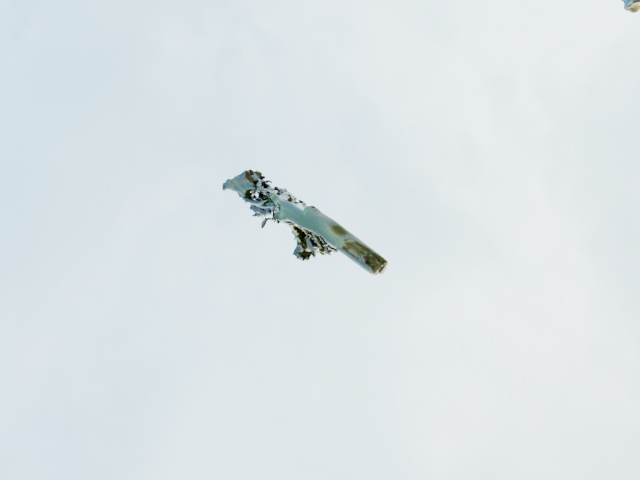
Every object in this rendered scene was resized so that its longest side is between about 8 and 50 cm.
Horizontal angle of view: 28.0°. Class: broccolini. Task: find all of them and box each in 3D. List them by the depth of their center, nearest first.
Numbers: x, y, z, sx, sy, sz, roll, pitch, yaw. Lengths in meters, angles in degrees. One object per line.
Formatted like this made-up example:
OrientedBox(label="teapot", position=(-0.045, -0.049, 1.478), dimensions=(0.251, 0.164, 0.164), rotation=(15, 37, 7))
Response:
OrientedBox(label="broccolini", position=(0.003, 0.002, 1.217), dimensions=(0.123, 0.271, 0.062), rotation=(26, -87, -30))

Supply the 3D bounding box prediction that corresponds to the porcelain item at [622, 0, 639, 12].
OrientedBox(label="porcelain item", position=(0.390, -0.334, 1.659), dimensions=(0.083, 0.028, 0.036), rotation=(68, -168, 21))
